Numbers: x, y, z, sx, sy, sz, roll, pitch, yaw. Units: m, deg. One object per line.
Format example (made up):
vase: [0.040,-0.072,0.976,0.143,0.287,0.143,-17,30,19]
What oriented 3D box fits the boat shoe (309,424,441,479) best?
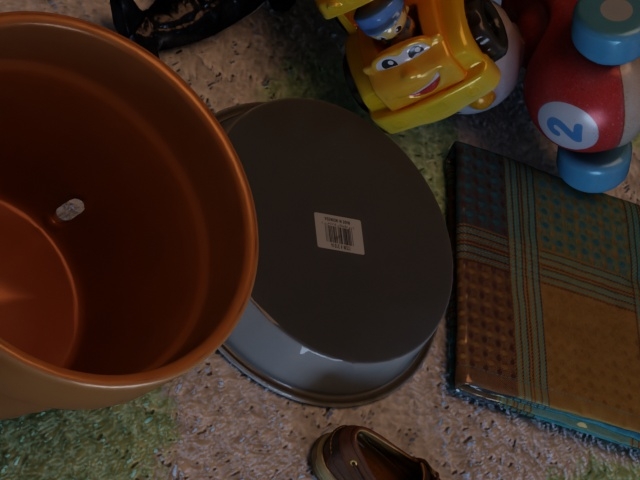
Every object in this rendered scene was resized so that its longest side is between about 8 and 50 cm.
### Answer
boat shoe: [0.074,0.216,1.620,0.178,0.060,0.064,38,49,-14]

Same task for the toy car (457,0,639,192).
toy car: [0.172,-0.164,1.836,0.238,0.219,0.210,-11,52,-6]

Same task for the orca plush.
orca plush: [-0.082,-0.271,1.744,0.287,0.102,0.151,-34,88,-42]

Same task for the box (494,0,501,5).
box: [0.174,-0.331,1.957,0.203,0.114,0.103,29,52,-19]

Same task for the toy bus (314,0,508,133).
toy bus: [0.054,-0.236,1.722,0.211,0.149,0.220,37,37,-53]

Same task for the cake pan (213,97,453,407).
cake pan: [0.000,0.000,1.690,0.293,0.054,0.293,17,57,-29]

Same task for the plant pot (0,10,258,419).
plant pot: [-0.220,0.005,1.425,0.291,0.203,0.291,17,58,-29]

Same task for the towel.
towel: [0.277,0.072,1.866,0.370,0.040,0.271,18,56,-26]
